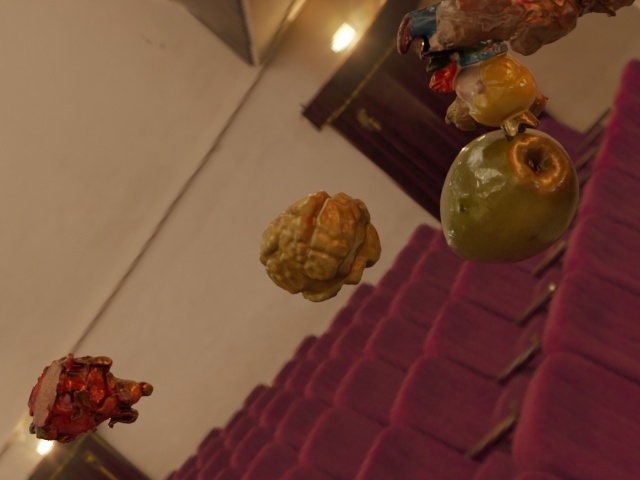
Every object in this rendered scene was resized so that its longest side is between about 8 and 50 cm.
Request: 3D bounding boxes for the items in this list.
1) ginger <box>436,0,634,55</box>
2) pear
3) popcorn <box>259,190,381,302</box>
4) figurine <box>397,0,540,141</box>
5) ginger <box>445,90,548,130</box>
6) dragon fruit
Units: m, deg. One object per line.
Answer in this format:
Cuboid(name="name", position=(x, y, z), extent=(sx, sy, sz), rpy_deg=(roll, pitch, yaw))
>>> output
Cuboid(name="ginger", position=(0.276, -0.292, 1.131), extent=(0.290, 0.122, 0.084), rpy_deg=(-22, 0, -9))
Cuboid(name="pear", position=(0.345, -0.076, 1.774), extent=(0.253, 0.253, 0.307), rpy_deg=(-49, -8, -34))
Cuboid(name="popcorn", position=(0.000, 0.000, 1.711), extent=(0.203, 0.200, 0.225), rpy_deg=(-43, -35, -44))
Cuboid(name="figurine", position=(0.226, -0.255, 1.453), extent=(0.185, 0.234, 0.127), rpy_deg=(-19, 9, -3))
Cuboid(name="ginger", position=(0.314, -0.240, 1.672), extent=(0.190, 0.068, 0.095), rpy_deg=(-13, -30, -5))
Cuboid(name="dragon fruit", position=(-0.360, 0.240, 1.460), extent=(0.150, 0.208, 0.133), rpy_deg=(66, -161, -70))
